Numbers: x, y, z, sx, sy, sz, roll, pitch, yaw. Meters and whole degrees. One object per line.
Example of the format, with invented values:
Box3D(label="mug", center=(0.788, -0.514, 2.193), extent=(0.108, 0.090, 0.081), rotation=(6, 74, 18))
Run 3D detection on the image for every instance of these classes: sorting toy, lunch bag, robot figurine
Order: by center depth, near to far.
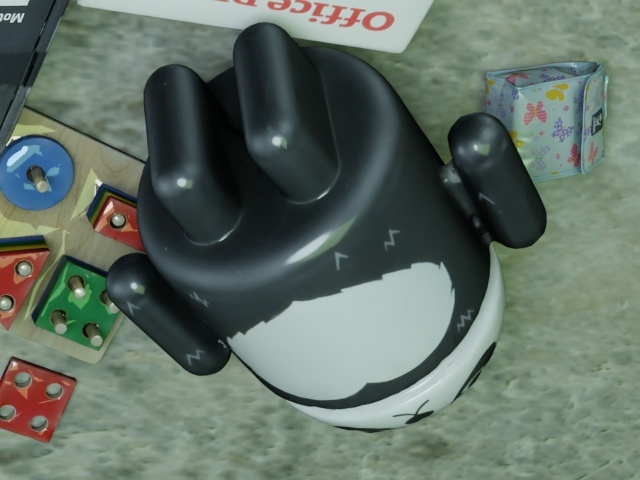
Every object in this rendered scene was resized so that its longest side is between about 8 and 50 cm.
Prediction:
Box3D(label="robot figurine", center=(0.002, 0.001, 0.977), extent=(0.173, 0.209, 0.278), rotation=(-61, 141, -20))
Box3D(label="sorting toy", center=(-0.167, 0.010, 1.019), extent=(0.132, 0.046, 0.274), rotation=(26, 100, -24))
Box3D(label="lunch bag", center=(0.154, -0.079, 1.093), extent=(0.083, 0.053, 0.071), rotation=(-10, 113, -25))

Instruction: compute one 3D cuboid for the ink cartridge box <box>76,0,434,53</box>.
Box3D(label="ink cartridge box", center=(0.000, -0.239, 0.868), extent=(0.207, 0.117, 0.283), rotation=(6, 143, -21))

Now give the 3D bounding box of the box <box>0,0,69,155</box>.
Box3D(label="box", center=(-0.293, -0.162, 0.744), extent=(0.395, 0.097, 0.318), rotation=(-4, 145, -35))
